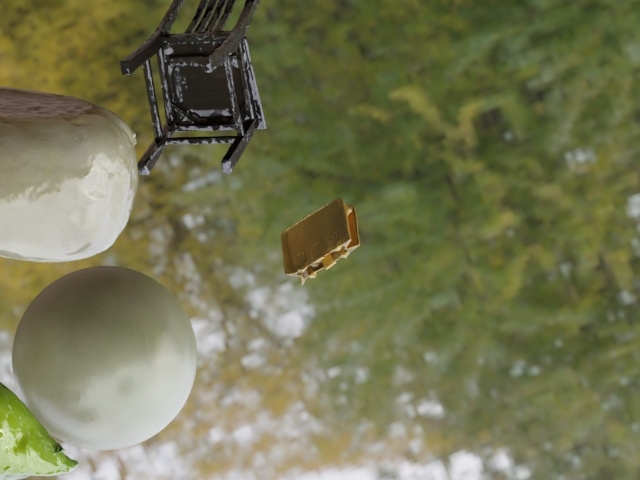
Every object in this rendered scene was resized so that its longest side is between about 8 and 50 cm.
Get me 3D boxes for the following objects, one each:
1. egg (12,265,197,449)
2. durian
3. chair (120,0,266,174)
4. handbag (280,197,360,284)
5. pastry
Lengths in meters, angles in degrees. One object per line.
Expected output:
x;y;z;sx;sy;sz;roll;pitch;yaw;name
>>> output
-0.223;0.123;1.911;0.189;0.188;0.253;-27;175;-13;egg
-0.291;0.111;1.279;0.250;0.101;0.139;20;-169;5;durian
-0.085;-0.143;1.491;0.084;0.101;0.212;0;-152;15;chair
0.000;0.000;1.864;0.083;0.027;0.061;-32;-135;28;handbag
-0.185;-0.042;1.119;0.156;0.092;0.156;9;-171;-1;pastry
